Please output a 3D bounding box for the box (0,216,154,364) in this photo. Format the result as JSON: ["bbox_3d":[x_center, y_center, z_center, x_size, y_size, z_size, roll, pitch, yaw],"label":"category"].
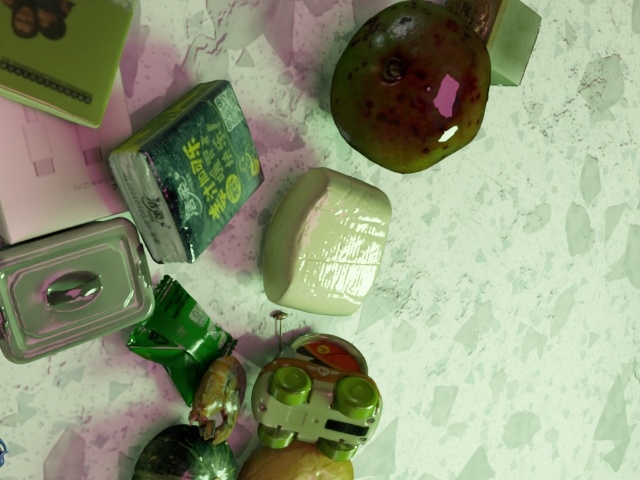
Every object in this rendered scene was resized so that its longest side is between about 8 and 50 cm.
[{"bbox_3d":[-0.365,0.063,1.075,0.227,0.130,0.162,-21,111,-31],"label":"box"}]

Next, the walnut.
[{"bbox_3d":[-0.048,0.442,1.351,0.226,0.193,0.193,-21,111,-23],"label":"walnut"}]

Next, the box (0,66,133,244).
[{"bbox_3d":[-0.373,-0.144,1.044,0.203,0.106,0.251,-19,111,-32],"label":"box"}]

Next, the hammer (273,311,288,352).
[{"bbox_3d":[-0.074,0.190,1.377,0.029,0.014,0.122,-4,104,-23],"label":"hammer"}]

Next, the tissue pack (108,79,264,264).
[{"bbox_3d":[-0.186,-0.108,1.123,0.257,0.081,0.185,-56,134,-50],"label":"tissue pack"}]

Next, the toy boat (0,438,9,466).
[{"bbox_3d":[-0.504,0.279,1.035,0.091,0.110,0.175,-42,119,-21],"label":"toy boat"}]

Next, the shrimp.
[{"bbox_3d":[-0.159,0.268,1.227,0.187,0.052,0.132,-50,126,-61],"label":"shrimp"}]

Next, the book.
[{"bbox_3d":[-0.355,-0.343,0.974,0.239,0.035,0.352,19,70,-28],"label":"book"}]

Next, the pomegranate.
[{"bbox_3d":[0.161,-0.272,1.320,0.323,0.291,0.290,-54,139,-68],"label":"pomegranate"}]

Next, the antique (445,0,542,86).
[{"bbox_3d":[0.307,-0.388,1.436,0.148,0.152,0.146,17,92,-39],"label":"antique"}]

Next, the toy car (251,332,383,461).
[{"bbox_3d":[-0.005,0.252,1.332,0.235,0.235,0.145,-9,132,-33],"label":"toy car"}]

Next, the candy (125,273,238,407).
[{"bbox_3d":[-0.222,0.173,1.233,0.141,0.078,0.203,-50,128,-16],"label":"candy"}]

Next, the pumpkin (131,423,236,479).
[{"bbox_3d":[-0.223,0.397,1.232,0.190,0.146,0.190,38,40,-41],"label":"pumpkin"}]

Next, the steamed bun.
[{"bbox_3d":[0.000,0.000,1.302,0.200,0.155,0.250,13,99,-33],"label":"steamed bun"}]
